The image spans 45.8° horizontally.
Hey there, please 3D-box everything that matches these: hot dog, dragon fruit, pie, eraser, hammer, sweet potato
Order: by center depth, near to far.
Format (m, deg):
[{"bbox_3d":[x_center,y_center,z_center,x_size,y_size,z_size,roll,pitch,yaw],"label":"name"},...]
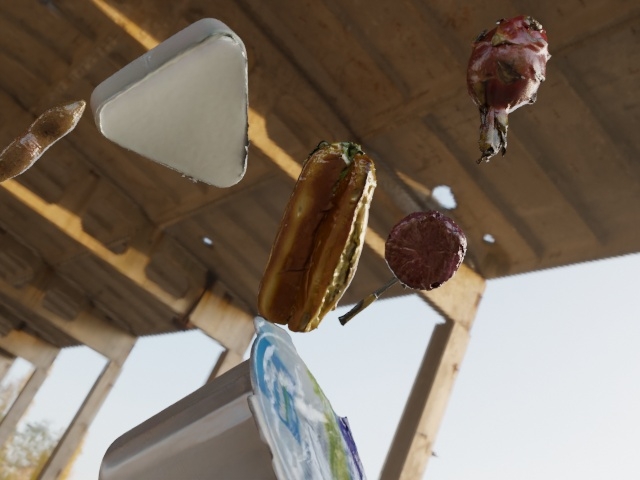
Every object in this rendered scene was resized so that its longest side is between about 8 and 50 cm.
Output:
[{"bbox_3d":[0.000,0.000,0.990,0.115,0.269,0.072,30,17,20],"label":"hot dog"},{"bbox_3d":[0.285,-0.237,1.199,0.125,0.246,0.125,14,-12,-13],"label":"dragon fruit"},{"bbox_3d":[-0.475,-0.163,1.257,0.051,0.218,0.065,49,-1,-25],"label":"sweet potato"},{"bbox_3d":[0.188,0.018,1.376,0.153,0.038,0.154,4,-80,21],"label":"pie"},{"bbox_3d":[-0.261,-0.299,1.542,0.331,0.331,0.150,48,5,-34],"label":"eraser"},{"bbox_3d":[0.125,0.137,1.806,0.078,0.201,0.021,43,10,-41],"label":"hammer"}]

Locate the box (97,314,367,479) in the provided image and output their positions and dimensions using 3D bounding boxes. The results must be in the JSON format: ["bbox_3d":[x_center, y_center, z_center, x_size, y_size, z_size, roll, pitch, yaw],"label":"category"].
[{"bbox_3d":[-0.078,0.256,0.771,0.206,0.262,0.291,-26,-64,10],"label":"box"}]
